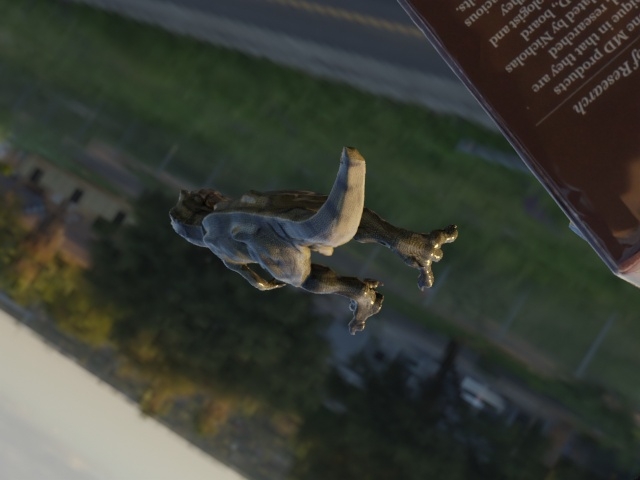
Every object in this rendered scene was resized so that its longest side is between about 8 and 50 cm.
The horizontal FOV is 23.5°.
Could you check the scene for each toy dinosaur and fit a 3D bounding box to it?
[{"bbox_3d":[0.000,0.000,0.850,0.118,0.064,0.268,26,166,-21],"label":"toy dinosaur"}]

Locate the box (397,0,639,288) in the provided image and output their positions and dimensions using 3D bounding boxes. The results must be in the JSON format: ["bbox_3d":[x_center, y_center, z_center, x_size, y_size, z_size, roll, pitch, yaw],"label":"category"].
[{"bbox_3d":[0.142,-0.141,0.911,0.381,0.143,0.191,57,-164,26],"label":"box"}]

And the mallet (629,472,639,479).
[{"bbox_3d":[0.157,0.099,0.412,0.190,0.062,0.039,30,145,59],"label":"mallet"}]

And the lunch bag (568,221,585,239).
[{"bbox_3d":[0.256,-0.021,1.278,0.083,0.053,0.071,41,143,32],"label":"lunch bag"}]
